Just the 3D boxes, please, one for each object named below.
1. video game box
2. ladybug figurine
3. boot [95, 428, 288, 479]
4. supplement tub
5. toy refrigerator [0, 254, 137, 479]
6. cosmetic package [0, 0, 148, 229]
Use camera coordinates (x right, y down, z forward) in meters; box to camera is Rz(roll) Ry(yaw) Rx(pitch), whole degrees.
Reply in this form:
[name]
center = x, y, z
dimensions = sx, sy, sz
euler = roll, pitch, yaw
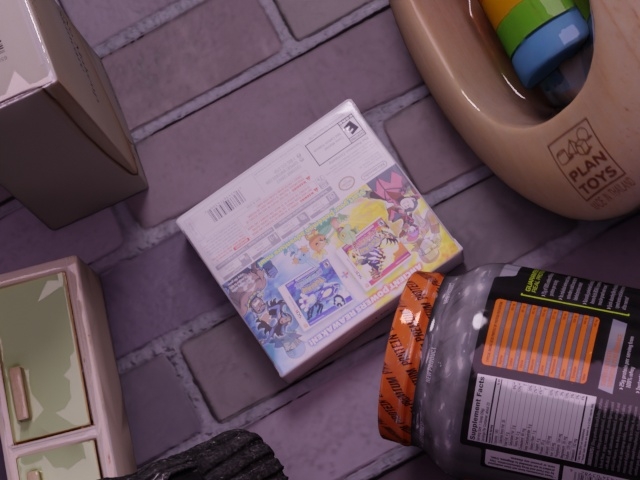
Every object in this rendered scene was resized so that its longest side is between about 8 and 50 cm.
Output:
[video game box]
center = 0.000, 0.000, 1.717
dimensions = 0.205, 0.048, 0.187
euler = -35, 71, 0
[ladybug figurine]
center = 0.213, -0.224, 1.644
dimensions = 0.162, 0.305, 0.449
euler = -16, 75, -39
[boot]
center = -0.138, 0.348, 1.571
dimensions = 0.131, 0.260, 0.348
euler = 14, 105, 40
[supplement tub]
center = 0.219, 0.128, 1.570
dimensions = 0.316, 0.193, 0.194
euler = 12, 77, 13
[toy refrigerator]
center = -0.238, 0.159, 1.690
dimensions = 0.102, 0.094, 0.270
euler = -14, 74, 5
[cosmetic package]
center = -0.265, -0.136, 1.661
dimensions = 0.113, 0.309, 0.160
euler = -24, 74, 3
